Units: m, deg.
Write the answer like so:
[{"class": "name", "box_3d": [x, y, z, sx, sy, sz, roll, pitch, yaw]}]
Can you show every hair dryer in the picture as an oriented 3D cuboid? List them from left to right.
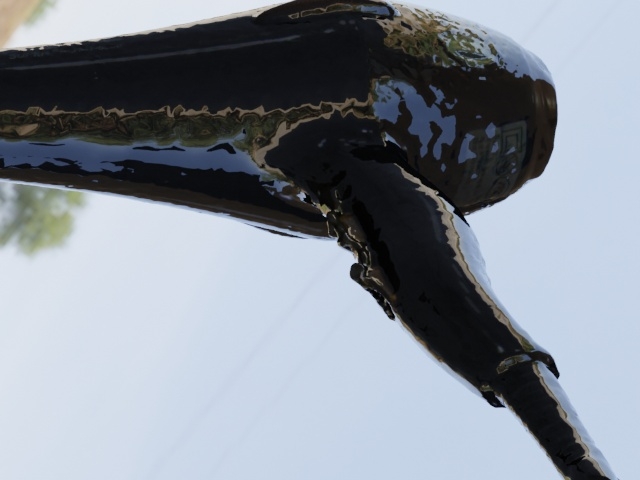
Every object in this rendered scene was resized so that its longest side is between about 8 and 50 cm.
[{"class": "hair dryer", "box_3d": [0.000, 0.000, 0.624, 0.359, 0.304, 0.120, -127, -137, -54]}]
